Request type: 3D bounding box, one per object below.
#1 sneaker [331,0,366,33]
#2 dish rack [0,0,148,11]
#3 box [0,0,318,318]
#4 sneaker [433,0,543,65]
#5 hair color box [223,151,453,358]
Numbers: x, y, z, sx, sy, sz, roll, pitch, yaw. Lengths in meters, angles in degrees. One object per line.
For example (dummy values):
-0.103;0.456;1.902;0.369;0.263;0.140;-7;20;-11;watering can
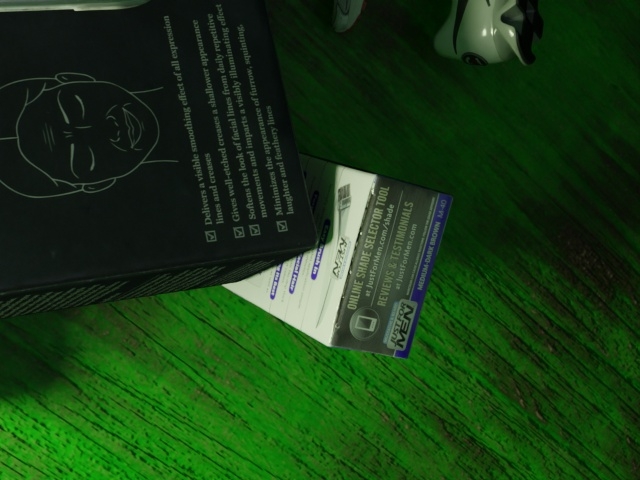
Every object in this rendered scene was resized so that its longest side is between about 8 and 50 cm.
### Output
0.010;-0.362;1.535;0.093;0.088;0.225;-8;107;-1;sneaker
-0.350;-0.302;1.246;0.333;0.285;0.072;-8;124;-23;dish rack
-0.243;-0.088;1.323;0.396;0.212;0.293;-8;81;-29;box
0.215;-0.372;1.604;0.122;0.146;0.330;45;54;-51;sneaker
0.000;0.000;1.451;0.110;0.339;0.185;13;95;-27;hair color box
